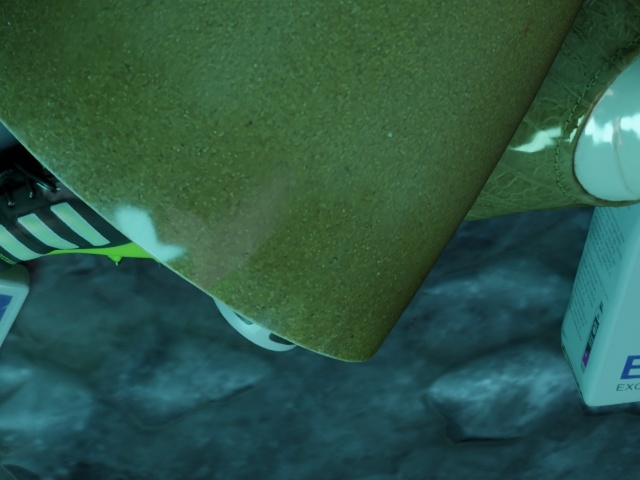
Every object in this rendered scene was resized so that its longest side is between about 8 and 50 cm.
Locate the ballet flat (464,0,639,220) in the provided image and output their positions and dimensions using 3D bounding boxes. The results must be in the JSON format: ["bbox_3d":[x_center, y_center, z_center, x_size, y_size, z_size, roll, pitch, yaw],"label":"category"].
[{"bbox_3d":[0.205,-0.092,0.817,0.342,0.124,0.116,-32,139,-3],"label":"ballet flat"}]

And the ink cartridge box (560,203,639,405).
[{"bbox_3d":[0.320,-0.046,0.995,0.324,0.071,0.330,-5,138,-11],"label":"ink cartridge box"}]

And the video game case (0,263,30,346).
[{"bbox_3d":[-0.276,0.070,0.972,0.183,0.023,0.201,12,130,-27],"label":"video game case"}]

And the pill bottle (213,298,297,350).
[{"bbox_3d":[0.000,0.000,0.948,0.065,0.065,0.116,24,125,-35],"label":"pill bottle"}]

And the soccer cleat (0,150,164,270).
[{"bbox_3d":[-0.146,-0.019,0.897,0.179,0.060,0.072,-7,128,-19],"label":"soccer cleat"}]

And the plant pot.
[{"bbox_3d":[0.014,-0.123,0.733,0.237,0.237,0.254,33,104,-39],"label":"plant pot"}]
